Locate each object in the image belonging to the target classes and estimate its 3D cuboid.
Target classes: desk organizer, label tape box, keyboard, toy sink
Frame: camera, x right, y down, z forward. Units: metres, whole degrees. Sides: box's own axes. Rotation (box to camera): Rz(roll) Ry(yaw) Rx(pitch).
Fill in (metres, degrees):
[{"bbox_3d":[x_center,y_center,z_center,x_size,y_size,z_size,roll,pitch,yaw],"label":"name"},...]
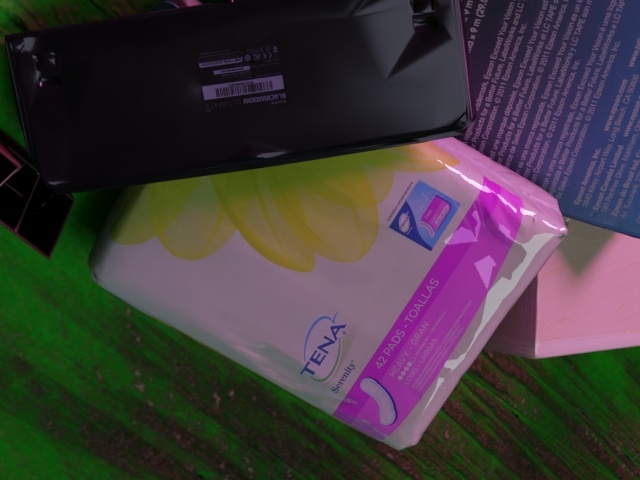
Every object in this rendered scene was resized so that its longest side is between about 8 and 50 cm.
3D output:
[{"bbox_3d":[-0.225,-0.042,1.203,0.047,0.050,0.130,-43,139,3],"label":"desk organizer"},{"bbox_3d":[0.135,-0.163,1.295,0.334,0.106,0.240,17,122,-1],"label":"label tape box"},{"bbox_3d":[-0.059,-0.146,1.158,0.317,0.033,0.201,-8,110,0],"label":"keyboard"},{"bbox_3d":[0.167,0.015,1.468,0.153,0.234,0.131,-3,97,-34],"label":"toy sink"}]

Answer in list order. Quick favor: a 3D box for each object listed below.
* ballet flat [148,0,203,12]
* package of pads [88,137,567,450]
[{"bbox_3d":[-0.128,-0.102,1.225,0.168,0.057,0.052,-54,159,17],"label":"ballet flat"},{"bbox_3d":[0.000,0.000,1.274,0.296,0.101,0.229,30,108,-9],"label":"package of pads"}]
